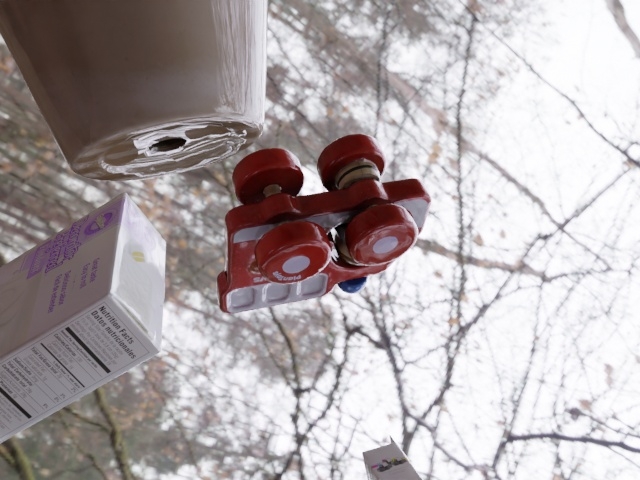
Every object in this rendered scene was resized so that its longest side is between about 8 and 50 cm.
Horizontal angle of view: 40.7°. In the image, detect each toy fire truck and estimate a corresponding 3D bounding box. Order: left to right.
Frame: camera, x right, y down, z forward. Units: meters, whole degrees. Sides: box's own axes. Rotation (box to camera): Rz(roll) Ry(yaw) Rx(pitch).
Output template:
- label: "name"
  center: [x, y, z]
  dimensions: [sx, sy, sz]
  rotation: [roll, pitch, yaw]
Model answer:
- label: "toy fire truck"
  center: [0.000, 0.000, 1.243]
  dimensions: [0.254, 0.302, 0.169]
  rotation: [101, -26, -53]

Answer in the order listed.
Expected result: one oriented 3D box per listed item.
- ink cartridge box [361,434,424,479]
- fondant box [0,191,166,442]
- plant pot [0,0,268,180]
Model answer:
- label: "ink cartridge box"
  center: [0.114, 0.383, 1.322]
  dimensions: [0.181, 0.062, 0.104]
  rotation: [-140, -144, -75]
- label: "fondant box"
  center: [-0.339, 0.107, 0.988]
  dimensions: [0.330, 0.096, 0.238]
  rotation: [-29, -151, 8]
- label: "plant pot"
  center: [-0.177, -0.218, 0.850]
  dimensions: [0.323, 0.323, 0.280]
  rotation: [-19, -99, 34]
